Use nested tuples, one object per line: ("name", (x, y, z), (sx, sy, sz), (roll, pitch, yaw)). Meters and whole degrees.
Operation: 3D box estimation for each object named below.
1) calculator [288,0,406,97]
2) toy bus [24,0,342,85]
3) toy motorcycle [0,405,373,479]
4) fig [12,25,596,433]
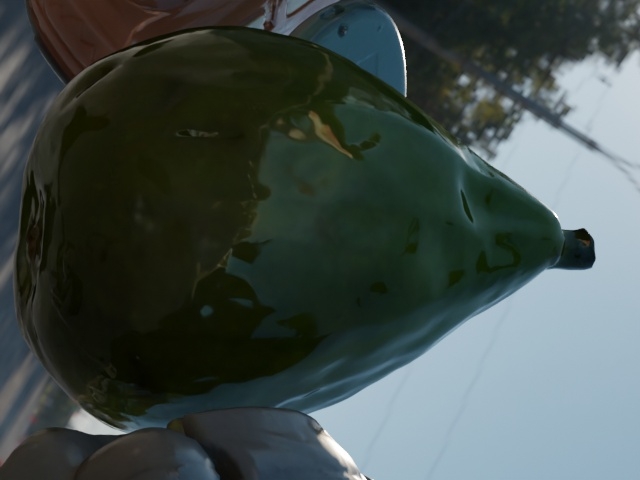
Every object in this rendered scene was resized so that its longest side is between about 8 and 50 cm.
("calculator", (0.003, -0.068, 1.080), (0.184, 0.042, 0.295), (-35, 146, -31))
("toy bus", (-0.098, -0.229, 1.030), (0.287, 0.194, 0.232), (-36, 177, -12))
("toy motorcycle", (-0.106, 0.145, 0.541), (0.223, 0.340, 0.108), (104, -31, -60))
("fig", (-0.023, -0.020, 0.733), (0.314, 0.233, 0.233), (-26, 173, -22))
